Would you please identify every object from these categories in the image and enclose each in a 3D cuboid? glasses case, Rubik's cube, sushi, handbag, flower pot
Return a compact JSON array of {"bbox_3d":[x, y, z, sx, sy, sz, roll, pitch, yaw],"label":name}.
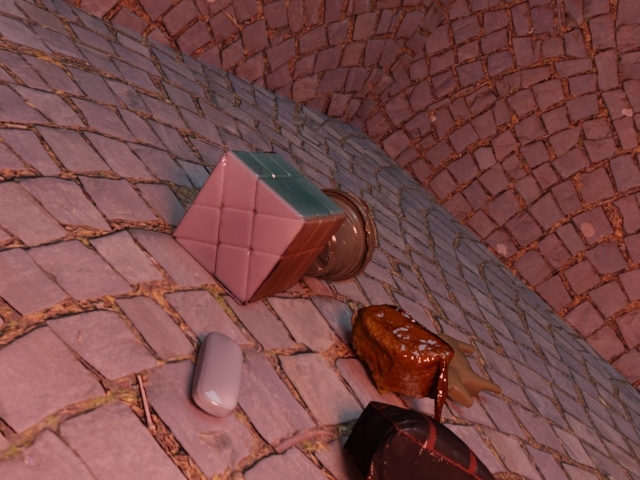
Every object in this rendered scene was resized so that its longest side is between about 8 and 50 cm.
[{"bbox_3d":[-0.157,0.203,1.024,0.067,0.045,0.178,32,19,-16],"label":"glasses case"},{"bbox_3d":[-0.122,-0.033,1.363,0.231,0.221,0.225,42,20,14],"label":"Rubik's cube"},{"bbox_3d":[0.166,0.239,1.371,0.296,0.179,0.167,30,37,30],"label":"sushi"},{"bbox_3d":[0.154,0.358,1.051,0.215,0.155,0.169,34,-1,-10],"label":"handbag"},{"bbox_3d":[0.000,0.000,1.521,0.235,0.235,0.140,42,31,15],"label":"flower pot"}]

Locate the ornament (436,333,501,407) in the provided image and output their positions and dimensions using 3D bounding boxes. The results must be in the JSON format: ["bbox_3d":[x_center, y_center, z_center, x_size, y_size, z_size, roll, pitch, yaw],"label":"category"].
[{"bbox_3d":[0.334,0.318,1.597,0.245,0.061,0.230,23,26,-38],"label":"ornament"}]

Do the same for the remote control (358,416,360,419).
[{"bbox_3d":[0.169,0.379,1.193,0.244,0.047,0.087,32,17,-14],"label":"remote control"}]
